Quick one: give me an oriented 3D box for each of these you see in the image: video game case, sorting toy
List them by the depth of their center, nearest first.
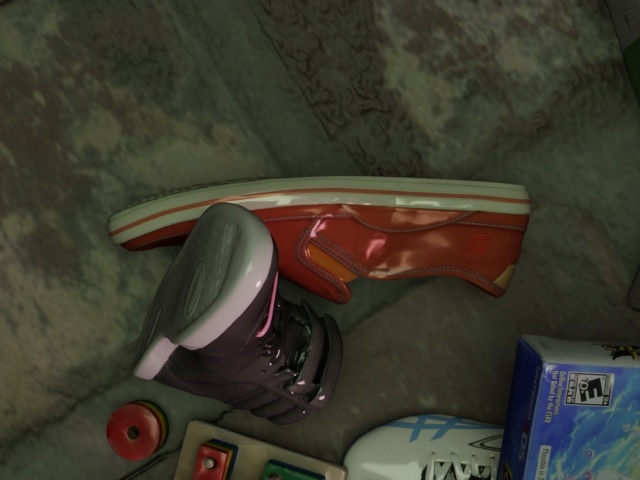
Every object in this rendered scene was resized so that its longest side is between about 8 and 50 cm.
[{"bbox_3d":[0.250,0.210,1.110,0.244,0.061,0.269,3,105,-13],"label":"video game case"},{"bbox_3d":[-0.053,0.226,1.165,0.275,0.046,0.132,17,96,12],"label":"sorting toy"}]

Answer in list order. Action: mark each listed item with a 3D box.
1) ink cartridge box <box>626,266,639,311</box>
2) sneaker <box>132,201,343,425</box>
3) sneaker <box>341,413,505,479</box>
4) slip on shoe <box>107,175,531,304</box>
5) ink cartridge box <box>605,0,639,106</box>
[{"bbox_3d":[0.362,-0.017,1.181,0.160,0.092,0.219,23,88,0],"label":"ink cartridge box"},{"bbox_3d":[-0.038,0.058,1.091,0.147,0.296,0.104,18,69,-12],"label":"sneaker"},{"bbox_3d":[0.135,0.186,1.175,0.237,0.086,0.085,6,90,0],"label":"sneaker"},{"bbox_3d":[0.000,0.000,1.166,0.331,0.123,0.101,1,92,-6],"label":"slip on shoe"},{"bbox_3d":[0.268,-0.187,1.177,0.062,0.109,0.209,-17,88,-1],"label":"ink cartridge box"}]
